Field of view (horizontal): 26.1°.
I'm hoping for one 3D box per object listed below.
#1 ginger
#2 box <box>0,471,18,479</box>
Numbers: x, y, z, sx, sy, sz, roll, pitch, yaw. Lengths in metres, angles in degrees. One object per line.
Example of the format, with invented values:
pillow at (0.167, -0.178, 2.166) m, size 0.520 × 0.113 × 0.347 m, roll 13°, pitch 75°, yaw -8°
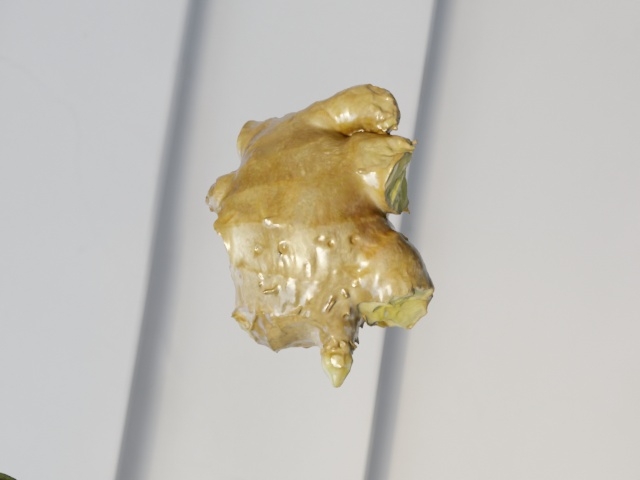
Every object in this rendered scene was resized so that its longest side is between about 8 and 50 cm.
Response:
ginger at (0.000, 0.000, 0.962) m, size 0.157 × 0.216 × 0.102 m, roll -10°, pitch 160°, yaw 9°
box at (-0.271, 0.315, 0.786) m, size 0.253 × 0.178 × 0.328 m, roll -9°, pitch -142°, yaw -5°
